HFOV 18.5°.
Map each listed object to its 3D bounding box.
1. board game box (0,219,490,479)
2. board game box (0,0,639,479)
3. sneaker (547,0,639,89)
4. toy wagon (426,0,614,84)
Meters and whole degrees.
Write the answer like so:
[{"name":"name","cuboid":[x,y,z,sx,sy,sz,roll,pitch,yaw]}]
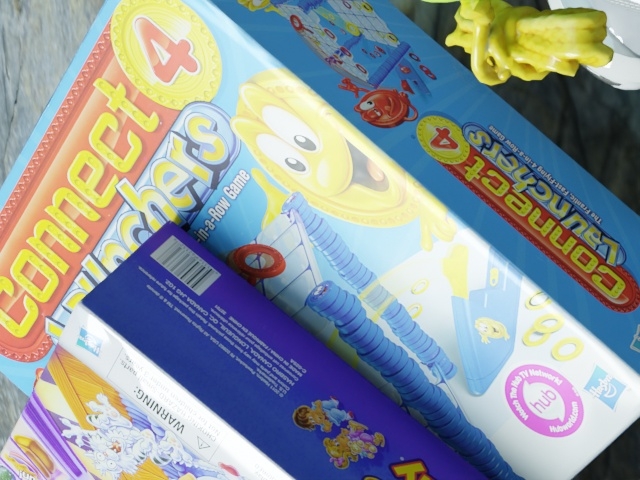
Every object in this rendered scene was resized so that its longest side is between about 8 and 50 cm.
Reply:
[{"name":"board game box","cuboid":[0.000,0.185,0.959,0.347,0.078,0.233,38,135,6]},{"name":"board game box","cuboid":[-0.012,0.031,0.977,0.302,0.086,0.308,41,134,4]},{"name":"sneaker","cuboid":[0.126,-0.188,0.828,0.229,0.086,0.132,62,147,5]},{"name":"toy wagon","cuboid":[0.027,-0.210,0.549,0.267,0.068,0.344,14,113,59]}]
